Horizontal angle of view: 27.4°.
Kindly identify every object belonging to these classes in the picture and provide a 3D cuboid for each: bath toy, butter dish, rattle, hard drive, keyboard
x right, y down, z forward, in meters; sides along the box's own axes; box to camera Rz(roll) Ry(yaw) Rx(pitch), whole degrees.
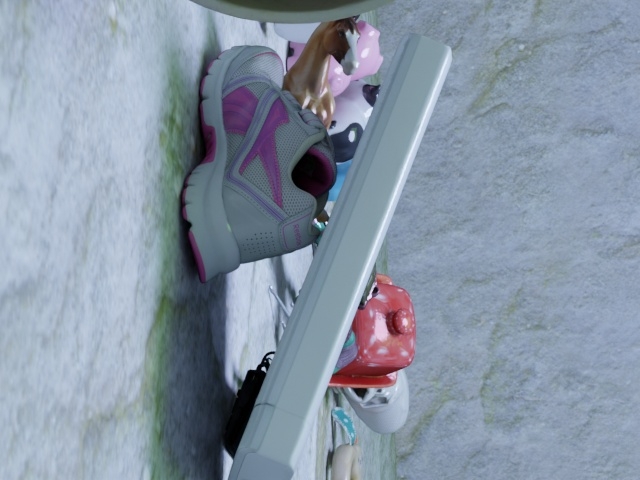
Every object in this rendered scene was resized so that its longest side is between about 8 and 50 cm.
[{"bbox_3d":[0.028,-0.214,1.661,0.151,0.129,0.348,-85,169,-48],"label":"bath toy"},{"bbox_3d":[0.075,0.114,1.741,0.160,0.118,0.160,8,77,-42],"label":"butter dish"},{"bbox_3d":[0.079,0.326,1.873,0.130,0.143,0.199,62,25,-28],"label":"rattle"},{"bbox_3d":[0.010,0.037,1.048,0.233,0.047,0.353,108,4,-67],"label":"hard drive"},{"bbox_3d":[-0.061,0.161,1.201,0.192,0.038,0.100,74,38,-67],"label":"keyboard"}]

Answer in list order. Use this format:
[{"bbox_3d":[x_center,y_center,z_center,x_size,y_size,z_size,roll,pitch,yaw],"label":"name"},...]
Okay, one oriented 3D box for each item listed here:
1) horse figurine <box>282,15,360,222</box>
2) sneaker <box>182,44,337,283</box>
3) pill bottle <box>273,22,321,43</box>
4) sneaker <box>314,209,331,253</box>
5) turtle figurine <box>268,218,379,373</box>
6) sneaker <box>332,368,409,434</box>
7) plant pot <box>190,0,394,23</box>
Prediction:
[{"bbox_3d":[-0.025,-0.092,1.223,0.263,0.066,0.174,142,-53,-70],"label":"horse figurine"},{"bbox_3d":[-0.040,-0.067,1.069,0.103,0.111,0.252,81,9,-46],"label":"sneaker"},{"bbox_3d":[-0.012,-0.321,1.438,0.108,0.108,0.193,65,24,-73],"label":"pill bottle"},{"bbox_3d":[0.000,0.000,1.781,0.037,0.032,0.083,-9,92,-70],"label":"sneaker"},{"bbox_3d":[0.007,0.048,1.466,0.234,0.118,0.175,87,3,-59],"label":"turtle figurine"},{"bbox_3d":[0.060,0.205,1.921,0.169,0.108,0.292,-80,156,-57],"label":"sneaker"},{"bbox_3d":[-0.036,-0.277,0.769,0.274,0.256,0.256,-120,-156,-68],"label":"plant pot"}]
